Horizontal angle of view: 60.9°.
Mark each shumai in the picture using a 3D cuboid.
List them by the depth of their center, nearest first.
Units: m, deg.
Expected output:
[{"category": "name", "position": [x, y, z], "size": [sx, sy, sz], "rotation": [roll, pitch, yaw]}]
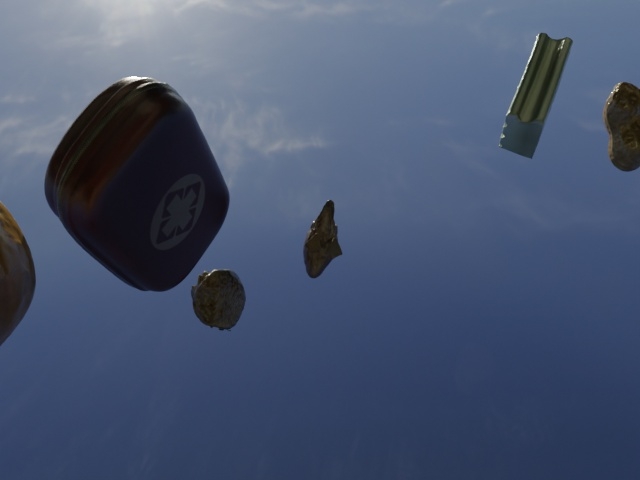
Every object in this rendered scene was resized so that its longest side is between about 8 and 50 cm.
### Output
[{"category": "shumai", "position": [-0.239, 0.125, 1.205], "size": [0.116, 0.145, 0.145], "rotation": [5, -141, 32]}]

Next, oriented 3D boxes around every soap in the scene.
[{"category": "soap", "position": [0.386, -0.257, 0.981], "size": [0.066, 0.119, 0.198], "rotation": [19, -111, 19]}]

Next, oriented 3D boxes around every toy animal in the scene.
[{"category": "toy animal", "position": [0.000, 0.000, 1.314], "size": [0.089, 0.179, 0.188], "rotation": [15, -99, -8]}]

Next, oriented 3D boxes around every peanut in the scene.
[{"category": "peanut", "position": [0.643, -0.236, 1.139], "size": [0.089, 0.193, 0.089], "rotation": [-20, -162, 7]}]

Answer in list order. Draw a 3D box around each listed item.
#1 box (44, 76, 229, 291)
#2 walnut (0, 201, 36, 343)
[{"category": "box", "position": [-0.264, -0.067, 0.863], "size": [0.108, 0.404, 0.263], "rotation": [26, -108, 14]}, {"category": "walnut", "position": [-0.354, 0.020, 0.444], "size": [0.195, 0.222, 0.195], "rotation": [-28, -160, 11]}]
